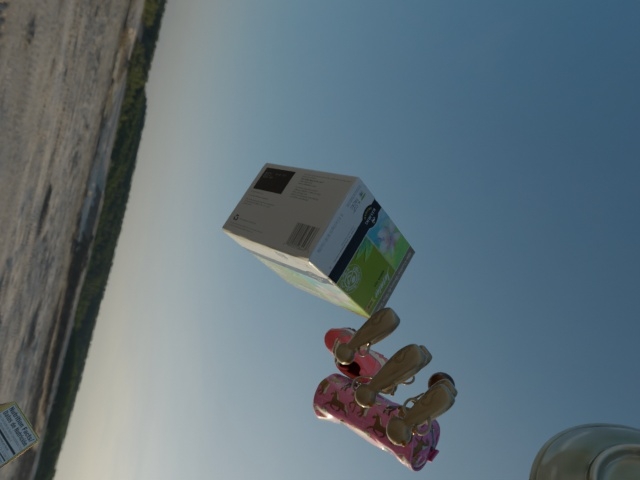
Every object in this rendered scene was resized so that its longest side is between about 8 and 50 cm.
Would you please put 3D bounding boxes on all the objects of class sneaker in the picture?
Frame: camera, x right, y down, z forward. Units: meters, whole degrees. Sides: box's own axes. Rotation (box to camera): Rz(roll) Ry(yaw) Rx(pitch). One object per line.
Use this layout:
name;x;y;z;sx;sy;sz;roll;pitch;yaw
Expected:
sneaker;0.093;0.380;1.531;0.314;0.136;0.115;25;-73;50

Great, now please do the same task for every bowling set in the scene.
bowling set;0.165;0.288;0.865;0.154;0.200;0.287;-41;-152;7

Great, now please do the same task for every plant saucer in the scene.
plant saucer;0.599;0.491;0.825;0.400;0.401;0.100;-117;-163;-53

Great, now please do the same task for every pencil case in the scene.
pencil case;0.158;0.530;1.356;0.386;0.167;0.160;10;-93;43

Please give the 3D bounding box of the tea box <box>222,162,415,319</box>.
tea box;0.000;0.000;1.137;0.329;0.323;0.220;17;-109;45

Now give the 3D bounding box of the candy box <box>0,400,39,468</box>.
candy box;-0.635;0.385;0.698;0.183;0.316;0.087;-20;-80;37
